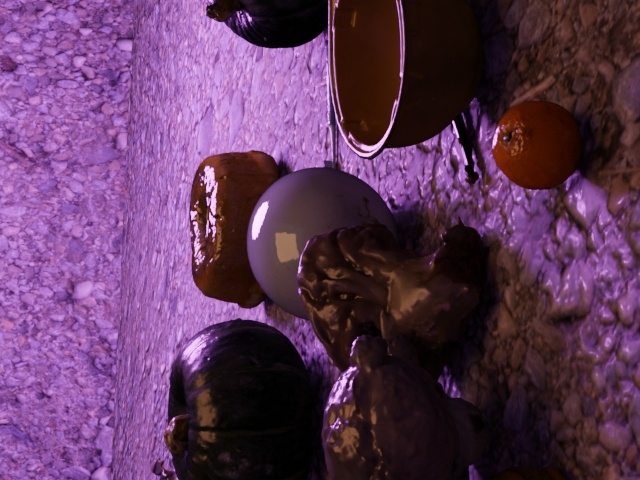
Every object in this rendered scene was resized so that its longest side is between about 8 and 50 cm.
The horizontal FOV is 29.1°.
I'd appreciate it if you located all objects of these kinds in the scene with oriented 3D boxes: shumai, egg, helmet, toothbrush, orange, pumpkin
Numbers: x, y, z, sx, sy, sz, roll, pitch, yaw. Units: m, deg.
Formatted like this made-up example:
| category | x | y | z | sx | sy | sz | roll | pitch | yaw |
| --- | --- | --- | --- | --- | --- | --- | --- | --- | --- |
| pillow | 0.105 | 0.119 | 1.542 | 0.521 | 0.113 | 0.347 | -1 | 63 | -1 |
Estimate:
| category | x | y | z | sx | sy | sz | roll | pitch | yaw |
| --- | --- | --- | --- | --- | --- | --- | --- | --- | --- |
| shumai | 0.086 | 0.052 | 1.301 | 0.206 | 0.166 | 0.175 | 57 | 136 | 8 |
| egg | 0.000 | 0.000 | 1.512 | 0.264 | 0.183 | 0.183 | -120 | 38 | -71 |
| helmet | 0.103 | -0.212 | 1.327 | 0.205 | 0.140 | 0.257 | 152 | 116 | -67 |
| toothbrush | 0.013 | -0.186 | 1.777 | 0.016 | 0.019 | 0.219 | 138 | 134 | -71 |
| orange | 0.196 | -0.086 | 1.116 | 0.083 | 0.083 | 0.083 | -175 | 90 | -71 |
| pumpkin | -0.085 | -0.390 | 1.806 | 0.216 | 0.250 | 0.250 | -45 | 12 | -15 |
| pumpkin | -0.126 | 0.260 | 1.779 | 0.300 | 0.207 | 0.300 | 176 | 90 | -75 |

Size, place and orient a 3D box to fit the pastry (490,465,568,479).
| category | x | y | z | sx | sy | sz | roll | pitch | yaw |
| --- | --- | --- | --- | --- | --- | --- | --- | --- | --- |
| pastry | 0.184 | 0.249 | 1.095 | 0.109 | 0.057 | 0.097 | 119 | 148 | -54 |

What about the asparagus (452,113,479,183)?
| category | x | y | z | sx | sy | sz | roll | pitch | yaw |
| --- | --- | --- | --- | --- | --- | --- | --- | --- | --- |
| asparagus | 0.154 | -0.110 | 1.343 | 0.015 | 0.018 | 0.127 | 62 | -166 | -50 |

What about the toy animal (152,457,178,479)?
| category | x | y | z | sx | sy | sz | roll | pitch | yaw |
| --- | --- | --- | --- | --- | --- | --- | --- | --- | --- |
| toy animal | -0.200 | 0.403 | 2.092 | 0.272 | 0.160 | 0.197 | -112 | 34 | -41 |

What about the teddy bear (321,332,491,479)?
| category | x | y | z | sx | sy | sz | roll | pitch | yaw |
| --- | --- | --- | --- | --- | --- | --- | --- | --- | --- |
| teddy bear | 0.080 | 0.201 | 1.172 | 0.267 | 0.151 | 0.236 | 82 | 178 | -60 |

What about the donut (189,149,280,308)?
| category | x | y | z | sx | sy | sz | roll | pitch | yaw |
| --- | --- | --- | --- | --- | --- | --- | --- | --- | --- |
| donut | -0.136 | -0.027 | 2.011 | 0.208 | 0.128 | 0.261 | 122 | 146 | -52 |
